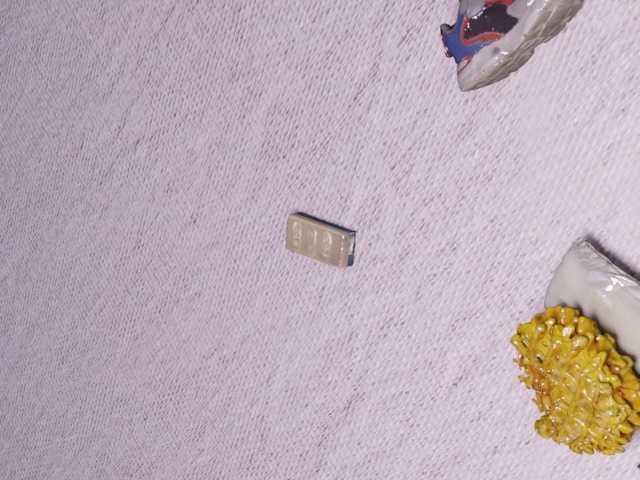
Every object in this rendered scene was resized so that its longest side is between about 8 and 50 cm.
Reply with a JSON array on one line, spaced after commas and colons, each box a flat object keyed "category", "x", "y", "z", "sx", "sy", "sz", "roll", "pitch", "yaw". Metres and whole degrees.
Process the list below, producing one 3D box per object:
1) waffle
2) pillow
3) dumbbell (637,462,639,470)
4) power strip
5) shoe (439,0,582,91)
[{"category": "waffle", "x": 0.308, "y": 0.177, "z": 1.524, "sx": 0.193, "sy": 0.070, "sz": 0.197, "roll": 59, "pitch": 151, "yaw": 5}, {"category": "pillow", "x": 0.368, "y": 0.101, "z": 1.501, "sx": 0.229, "sy": 0.051, "sz": 0.128, "roll": 40, "pitch": 135, "yaw": 34}, {"category": "dumbbell", "x": 0.442, "y": 0.336, "z": 1.438, "sx": 0.208, "sy": 0.099, "sz": 0.099, "roll": 50, "pitch": 128, "yaw": 28}, {"category": "power strip", "x": 0.000, "y": 0.000, "z": 1.852, "sx": 0.123, "sy": 0.032, "sz": 0.056, "roll": 20, "pitch": 112, "yaw": 40}, {"category": "shoe", "x": 0.226, "y": -0.286, "z": 1.533, "sx": 0.227, "sy": 0.099, "sz": 0.125, "roll": -45, "pitch": 69, "yaw": 44}]
